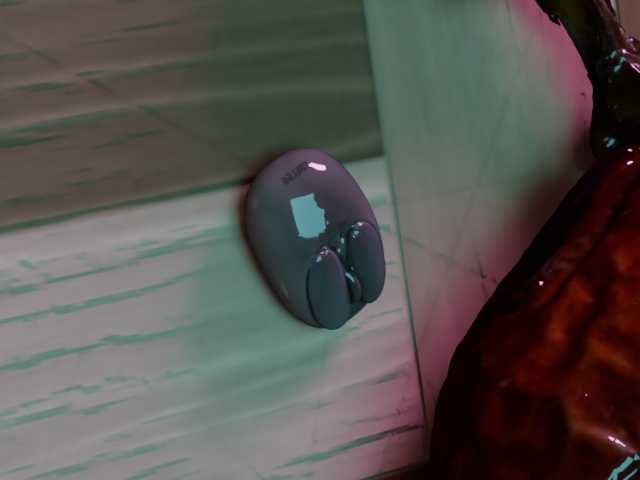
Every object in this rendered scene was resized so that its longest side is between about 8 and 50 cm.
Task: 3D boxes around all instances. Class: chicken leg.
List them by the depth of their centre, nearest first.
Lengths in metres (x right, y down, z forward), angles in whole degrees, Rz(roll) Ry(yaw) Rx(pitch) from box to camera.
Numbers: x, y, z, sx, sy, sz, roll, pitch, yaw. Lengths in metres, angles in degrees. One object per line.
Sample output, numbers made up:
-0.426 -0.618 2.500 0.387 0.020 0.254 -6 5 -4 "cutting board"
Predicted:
0.123 -0.155 0.923 0.304 0.093 0.113 50 58 -27 "chicken leg"

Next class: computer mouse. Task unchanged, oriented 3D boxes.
0.001 0.000 0.880 0.066 0.039 0.096 -35 109 -24 "computer mouse"

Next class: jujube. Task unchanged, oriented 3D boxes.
0.159 0.094 0.890 0.197 0.197 0.290 30 71 -28 "jujube"
